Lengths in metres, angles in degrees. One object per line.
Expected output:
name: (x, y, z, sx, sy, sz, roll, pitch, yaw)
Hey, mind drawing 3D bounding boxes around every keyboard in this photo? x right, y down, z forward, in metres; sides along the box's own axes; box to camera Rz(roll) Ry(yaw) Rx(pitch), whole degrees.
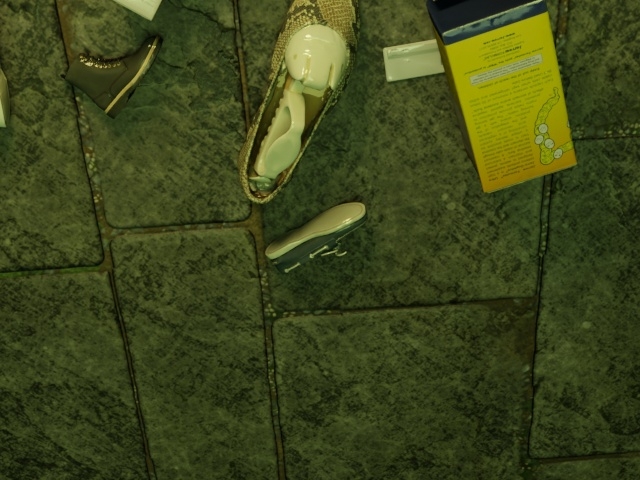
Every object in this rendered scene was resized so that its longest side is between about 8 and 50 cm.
keyboard: (0.258, -0.379, 1.752, 0.256, 0.014, 0.072, -9, 124, 3)

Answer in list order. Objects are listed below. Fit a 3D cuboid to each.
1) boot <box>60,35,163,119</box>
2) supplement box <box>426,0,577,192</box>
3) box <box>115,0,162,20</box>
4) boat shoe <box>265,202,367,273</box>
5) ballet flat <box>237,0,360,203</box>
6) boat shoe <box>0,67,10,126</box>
boot: (-0.415, -0.352, 1.699, 0.137, 0.077, 0.198, 35, 111, -15)
supplement box: (0.355, -0.309, 1.679, 0.195, 0.194, 0.356, -17, 123, 7)
box: (-0.307, -0.514, 1.577, 0.091, 0.130, 0.170, 26, 115, -17)
boat shoe: (0.000, 0.000, 1.903, 0.254, 0.095, 0.079, -28, 115, 14)
ballet flat: (-0.041, -0.276, 1.696, 0.164, 0.182, 0.483, 19, 116, -12)
boat shoe: (-0.670, -0.360, 1.658, 0.091, 0.109, 0.305, -2, 123, -7)
